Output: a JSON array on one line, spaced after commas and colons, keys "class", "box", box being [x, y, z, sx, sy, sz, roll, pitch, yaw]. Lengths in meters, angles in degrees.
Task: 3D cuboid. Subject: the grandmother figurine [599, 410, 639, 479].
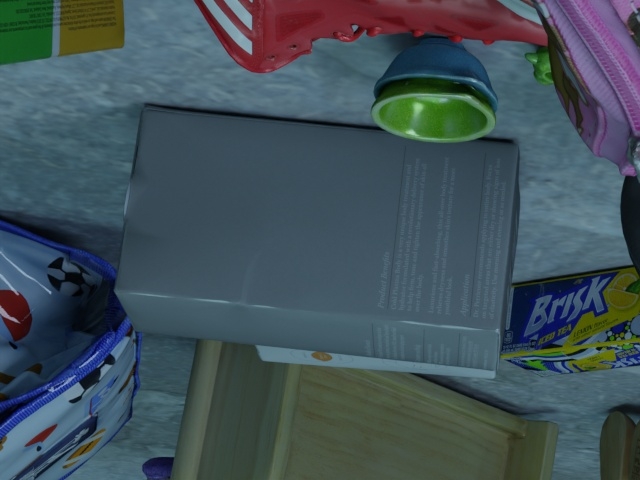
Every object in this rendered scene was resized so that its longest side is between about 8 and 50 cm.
[{"class": "grandmother figurine", "box": [0.432, 0.213, 1.740, 0.342, 0.104, 0.208, 9, -174, -15]}]

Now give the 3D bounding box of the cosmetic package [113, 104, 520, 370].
[{"class": "cosmetic package", "box": [0.000, 0.000, 1.211, 0.238, 0.127, 0.107, 7, 162, 8]}]

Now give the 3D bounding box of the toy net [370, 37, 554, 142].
[{"class": "toy net", "box": [0.067, -0.111, 0.974, 0.122, 0.045, 0.232, 2, 161, 18]}]

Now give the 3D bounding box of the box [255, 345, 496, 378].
[{"class": "box", "box": [0.037, 0.029, 1.336, 0.170, 0.091, 0.130, 4, 162, 9]}]

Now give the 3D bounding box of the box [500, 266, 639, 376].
[{"class": "box", "box": [0.210, 0.057, 1.400, 0.169, 0.059, 0.054, -10, 154, 43]}]

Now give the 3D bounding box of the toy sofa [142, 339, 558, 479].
[{"class": "toy sofa", "box": [0.028, 0.186, 1.721, 0.362, 0.150, 0.177, 24, 161, -40]}]

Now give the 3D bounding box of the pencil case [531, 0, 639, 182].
[{"class": "pencil case", "box": [0.094, -0.156, 0.619, 0.160, 0.167, 0.386, -28, 149, 11]}]

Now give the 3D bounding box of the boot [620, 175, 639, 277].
[{"class": "boot", "box": [0.375, 0.090, 1.109, 0.367, 0.146, 0.445, 18, 167, 23]}]

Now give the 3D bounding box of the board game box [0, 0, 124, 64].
[{"class": "board game box", "box": [-0.288, -0.109, 0.930, 0.316, 0.064, 0.242, 0, -171, 23]}]

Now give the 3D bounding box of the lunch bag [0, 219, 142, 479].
[{"class": "lunch bag", "box": [-0.332, 0.114, 1.541, 0.385, 0.239, 0.328, -6, 163, -9]}]

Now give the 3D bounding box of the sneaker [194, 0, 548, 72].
[{"class": "sneaker", "box": [0.038, -0.118, 0.872, 0.221, 0.087, 0.128, 24, 145, -9]}]
